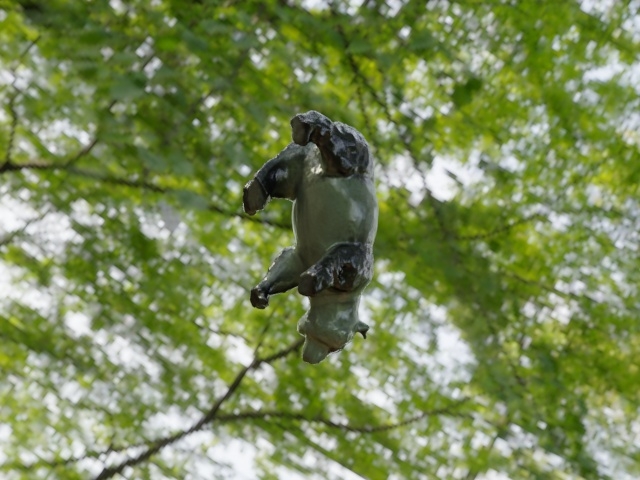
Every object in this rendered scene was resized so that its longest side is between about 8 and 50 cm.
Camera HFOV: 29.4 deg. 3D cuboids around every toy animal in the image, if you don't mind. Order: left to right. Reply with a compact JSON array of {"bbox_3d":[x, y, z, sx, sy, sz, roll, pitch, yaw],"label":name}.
[{"bbox_3d":[0.000,0.000,1.124,0.094,0.225,0.121,-9,-9,41],"label":"toy animal"}]
